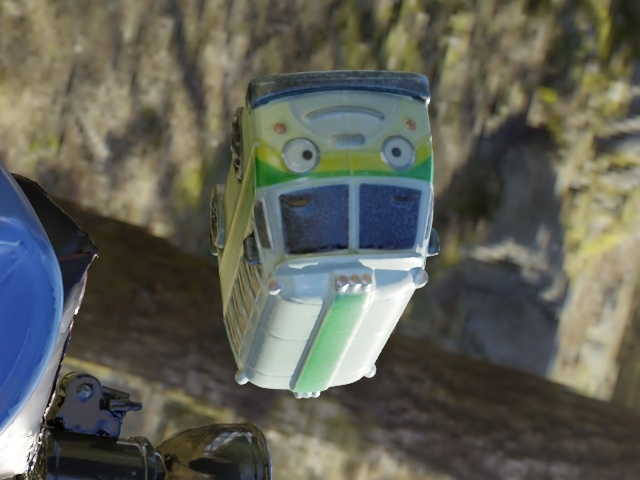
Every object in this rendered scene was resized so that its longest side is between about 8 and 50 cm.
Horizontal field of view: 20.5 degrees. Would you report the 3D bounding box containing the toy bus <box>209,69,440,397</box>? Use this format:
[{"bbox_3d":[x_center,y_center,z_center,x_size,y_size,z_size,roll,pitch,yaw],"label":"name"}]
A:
[{"bbox_3d":[0.000,0.000,1.273,0.276,0.134,0.164,111,-25,-67],"label":"toy bus"}]

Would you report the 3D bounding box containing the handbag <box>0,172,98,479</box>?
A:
[{"bbox_3d":[-0.240,0.063,0.940,0.215,0.155,0.169,-8,131,-40],"label":"handbag"}]

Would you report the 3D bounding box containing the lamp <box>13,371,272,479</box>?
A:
[{"bbox_3d":[-0.172,0.205,1.515,0.147,0.227,0.172,0,-101,66],"label":"lamp"}]

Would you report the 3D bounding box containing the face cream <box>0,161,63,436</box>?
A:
[{"bbox_3d":[-0.211,0.003,0.705,0.083,0.264,0.149,41,75,-45],"label":"face cream"}]
